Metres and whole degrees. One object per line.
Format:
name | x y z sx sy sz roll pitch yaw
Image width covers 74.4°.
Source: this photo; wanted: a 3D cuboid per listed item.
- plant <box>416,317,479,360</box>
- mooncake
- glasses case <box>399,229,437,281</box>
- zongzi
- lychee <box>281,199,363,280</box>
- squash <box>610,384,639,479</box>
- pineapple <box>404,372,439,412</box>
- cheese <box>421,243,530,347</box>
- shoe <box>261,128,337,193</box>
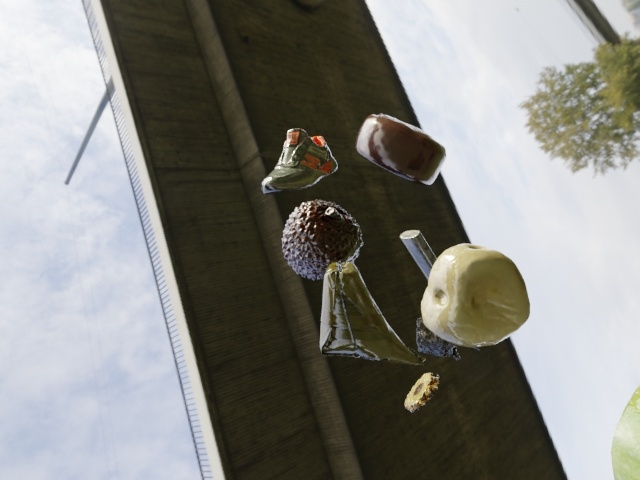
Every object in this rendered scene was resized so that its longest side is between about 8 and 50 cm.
plant | 0.416 0.309 1.375 0.131 0.203 0.142 65 -145 -33
mooncake | 0.306 -0.332 1.535 0.334 0.174 0.326 11 -158 -33
glasses case | 0.467 0.083 1.874 0.060 0.114 0.299 -47 -65 -25
zongzi | 0.145 0.194 1.102 0.123 0.289 0.260 -57 -28 -72
lychee | 0.000 0.000 1.557 0.306 0.330 0.306 16 -135 -17
squash | 0.555 0.295 0.418 0.263 0.384 0.262 0 -90 -6
pineapple | 0.435 0.654 1.830 0.047 0.221 0.221 41 -136 6
cheese | 0.318 0.123 0.873 0.218 0.117 0.235 -44 -74 -3
shoe | -0.069 -0.256 1.296 0.336 0.132 0.170 -37 -63 -50
